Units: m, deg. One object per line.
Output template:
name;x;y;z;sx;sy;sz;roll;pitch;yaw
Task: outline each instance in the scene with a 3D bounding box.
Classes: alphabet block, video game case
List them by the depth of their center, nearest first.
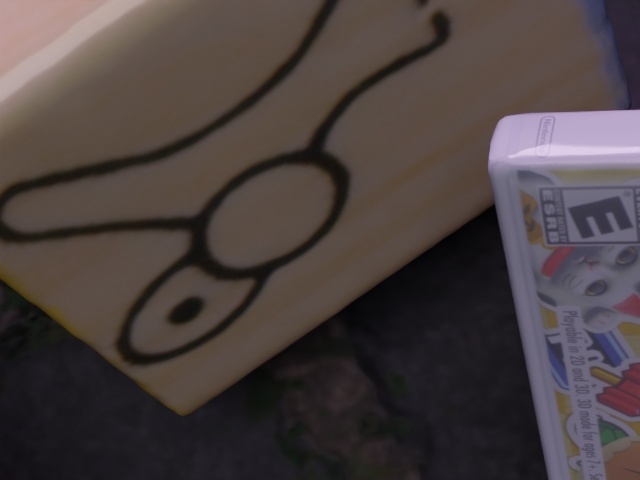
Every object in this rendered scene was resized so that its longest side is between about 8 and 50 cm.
video game case;0.166;0.053;0.414;0.206;0.227;0.026;-1;44;18
alphabet block;-0.041;-0.093;0.479;0.197;0.192;0.193;-34;55;2
